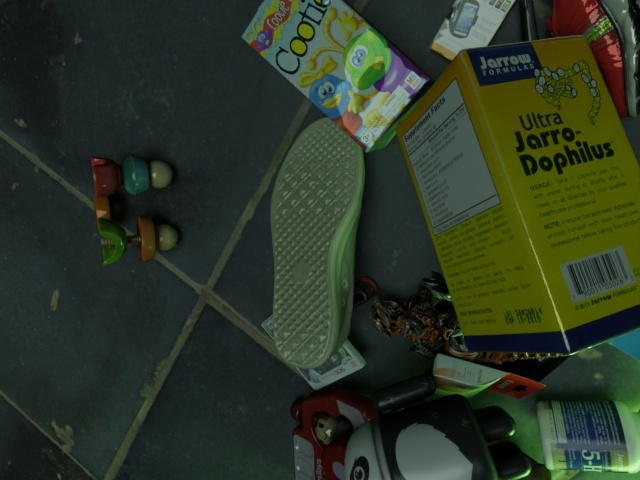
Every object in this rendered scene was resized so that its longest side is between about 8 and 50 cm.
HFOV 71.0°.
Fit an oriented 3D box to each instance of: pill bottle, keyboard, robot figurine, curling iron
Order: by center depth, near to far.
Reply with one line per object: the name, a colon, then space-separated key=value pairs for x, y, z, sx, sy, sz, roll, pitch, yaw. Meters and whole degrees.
curling iron: x=0.343 y=-0.236 z=0.687 sx=0.068 sy=0.035 sz=0.274 roll=-5 pitch=101 yaw=60
robot figurine: x=0.174 y=0.348 z=0.708 sx=0.278 sy=0.209 sz=0.174 roll=-19 pitch=128 yaw=7
pill bottle: x=0.470 y=0.327 z=0.752 sx=0.186 sy=0.112 sz=0.112 roll=-9 pitch=101 yaw=23
keyboard: x=0.385 y=0.186 z=0.796 sx=0.100 sy=0.038 sz=0.192 roll=30 pitch=117 yaw=-7

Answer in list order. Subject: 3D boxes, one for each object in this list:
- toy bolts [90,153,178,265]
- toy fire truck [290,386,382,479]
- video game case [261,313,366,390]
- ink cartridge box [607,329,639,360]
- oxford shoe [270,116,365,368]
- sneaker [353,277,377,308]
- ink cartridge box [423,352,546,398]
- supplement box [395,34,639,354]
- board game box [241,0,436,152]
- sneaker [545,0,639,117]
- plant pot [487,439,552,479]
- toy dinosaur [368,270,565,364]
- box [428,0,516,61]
toy bolts: x=-0.410 y=-0.087 z=0.993 sx=0.218 sy=0.158 sz=0.229 roll=47 pitch=136 yaw=48
toy fire truck: x=0.034 y=0.448 z=0.936 sx=0.253 sy=0.169 sz=0.303 roll=8 pitch=108 yaw=39
video game case: x=-0.021 y=0.211 z=0.930 sx=0.190 sy=0.022 sz=0.173 roll=50 pitch=132 yaw=2
ink cartridge box: x=0.530 y=0.063 z=0.626 sx=0.168 sy=0.171 sz=0.233 roll=32 pitch=113 yaw=10
oxford shoe: x=0.000 y=0.000 z=0.820 sx=0.169 sy=0.130 sz=0.450 roll=2 pitch=84 yaw=23
sneaker: x=0.033 y=0.118 z=0.887 sx=0.157 sy=0.065 sz=0.061 roll=-26 pitch=94 yaw=24
ink cartridge box: x=0.277 y=0.259 z=0.792 sx=0.179 sy=0.045 sz=0.145 roll=16 pitch=154 yaw=12
supplement box: x=0.271 y=-0.050 z=0.597 sx=0.195 sy=0.194 sz=0.357 roll=-14 pitch=81 yaw=-17
board game box: x=0.037 y=-0.292 z=0.733 sx=0.275 sy=0.144 sz=0.142 roll=43 pitch=114 yaw=4
sneaker: x=0.388 y=-0.303 z=0.634 sx=0.118 sy=0.107 sz=0.279 roll=-7 pitch=114 yaw=55
plant pot: x=0.297 y=0.424 z=0.827 sx=0.165 sy=0.167 sz=0.167 roll=38 pitch=114 yaw=16
toy dinosaur: x=0.245 y=0.133 z=0.788 sx=0.321 sy=0.164 sz=0.219 roll=2 pitch=119 yaw=7
box: x=0.242 y=-0.347 z=0.705 sx=0.081 sy=0.028 sz=0.136 roll=34 pitch=111 yaw=9
